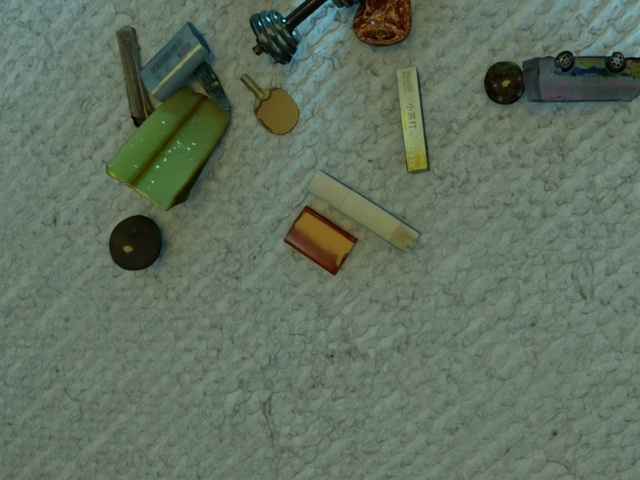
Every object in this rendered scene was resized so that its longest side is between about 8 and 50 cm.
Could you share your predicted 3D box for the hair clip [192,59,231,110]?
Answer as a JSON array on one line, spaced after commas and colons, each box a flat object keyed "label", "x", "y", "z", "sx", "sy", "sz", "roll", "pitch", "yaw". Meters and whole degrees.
[{"label": "hair clip", "x": -0.351, "y": -0.501, "z": 1.857, "sx": 0.066, "sy": 0.036, "sz": 0.229, "roll": -30, "pitch": 77, "yaw": -14}]

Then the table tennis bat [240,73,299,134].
[{"label": "table tennis bat", "x": -0.169, "y": -0.441, "z": 1.843, "sx": 0.234, "sy": 0.022, "sz": 0.131, "roll": 46, "pitch": 102, "yaw": 3}]

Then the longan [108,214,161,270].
[{"label": "longan", "x": -0.608, "y": 0.008, "z": 1.899, "sx": 0.167, "sy": 0.167, "sz": 0.187, "roll": 16, "pitch": 85, "yaw": 10}]

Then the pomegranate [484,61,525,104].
[{"label": "pomegranate", "x": 0.533, "y": -0.454, "z": 1.648, "sx": 0.130, "sy": 0.130, "sz": 0.131, "roll": 1, "pitch": 95, "yaw": 11}]

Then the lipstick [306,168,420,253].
[{"label": "lipstick", "x": 0.132, "y": -0.092, "z": 1.782, "sx": 0.371, "sy": 0.076, "sz": 0.080, "roll": 33, "pitch": 101, "yaw": 7}]

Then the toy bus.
[{"label": "toy bus", "x": 0.715, "y": -0.443, "z": 1.580, "sx": 0.316, "sy": 0.112, "sz": 0.138, "roll": -3, "pitch": 100, "yaw": -6}]

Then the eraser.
[{"label": "eraser", "x": -0.462, "y": -0.570, "z": 1.832, "sx": 0.227, "sy": 0.081, "sz": 0.174, "roll": -41, "pitch": 46, "yaw": 13}]

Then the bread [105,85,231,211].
[{"label": "bread", "x": -0.459, "y": -0.311, "z": 1.800, "sx": 0.233, "sy": 0.245, "sz": 0.362, "roll": 33, "pitch": 98, "yaw": -5}]

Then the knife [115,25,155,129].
[{"label": "knife", "x": -0.611, "y": -0.533, "z": 1.915, "sx": 0.089, "sy": 0.043, "sz": 0.366, "roll": -13, "pitch": 90, "yaw": -21}]

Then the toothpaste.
[{"label": "toothpaste", "x": 0.279, "y": -0.360, "z": 1.725, "sx": 0.070, "sy": 0.089, "sz": 0.313, "roll": -6, "pitch": 94, "yaw": 17}]

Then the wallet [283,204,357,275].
[{"label": "wallet", "x": 0.000, "y": 0.000, "z": 1.833, "sx": 0.204, "sy": 0.045, "sz": 0.142, "roll": 34, "pitch": 102, "yaw": 8}]

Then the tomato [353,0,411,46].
[{"label": "tomato", "x": 0.184, "y": -0.658, "z": 1.721, "sx": 0.174, "sy": 0.082, "sz": 0.167, "roll": -5, "pitch": 94, "yaw": 9}]

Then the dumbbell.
[{"label": "dumbbell", "x": -0.041, "y": -0.682, "z": 1.696, "sx": 0.406, "sy": 0.179, "sz": 0.179, "roll": -33, "pitch": 88, "yaw": 20}]
